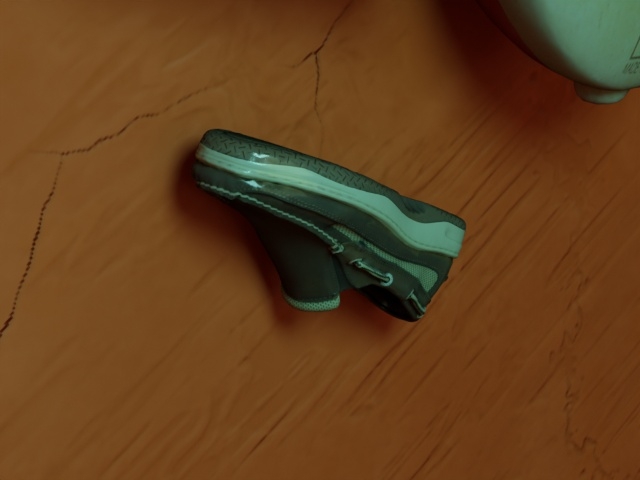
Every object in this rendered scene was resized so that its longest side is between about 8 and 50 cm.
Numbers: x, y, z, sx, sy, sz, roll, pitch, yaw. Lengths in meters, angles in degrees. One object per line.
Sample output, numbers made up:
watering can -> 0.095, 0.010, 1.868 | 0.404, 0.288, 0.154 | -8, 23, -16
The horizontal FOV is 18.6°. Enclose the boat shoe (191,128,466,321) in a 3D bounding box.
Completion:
boat shoe -> 0.006, 0.002, 1.266 | 0.257, 0.095, 0.095 | 20, 90, -49

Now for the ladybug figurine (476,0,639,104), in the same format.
ladybug figurine -> 0.179, -0.318, 1.330 | 0.305, 0.162, 0.449 | -9, 105, -48
